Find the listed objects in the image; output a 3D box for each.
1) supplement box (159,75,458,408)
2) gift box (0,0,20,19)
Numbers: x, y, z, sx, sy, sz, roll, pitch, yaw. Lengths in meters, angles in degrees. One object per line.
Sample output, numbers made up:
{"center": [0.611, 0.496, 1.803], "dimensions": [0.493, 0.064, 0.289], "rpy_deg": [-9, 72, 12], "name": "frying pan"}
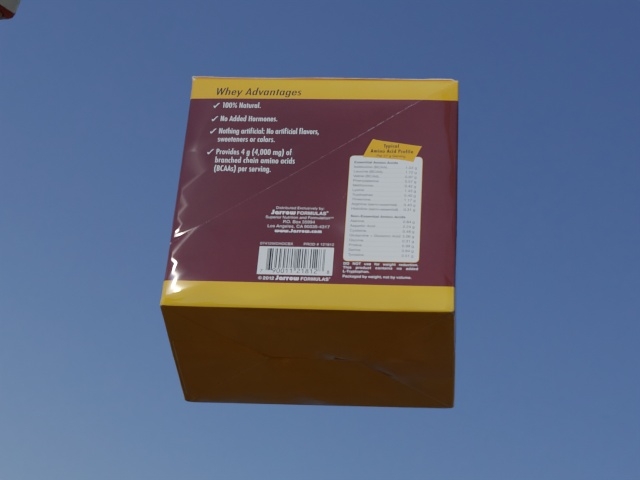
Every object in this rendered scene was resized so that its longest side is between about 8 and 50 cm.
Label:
{"center": [0.000, 0.000, 1.104], "dimensions": [0.191, 0.194, 0.129], "rpy_deg": [1, -35, 5], "name": "supplement box"}
{"center": [-0.344, -0.129, 0.832], "dimensions": [0.276, 0.258, 0.255], "rpy_deg": [7, -20, 39], "name": "gift box"}
